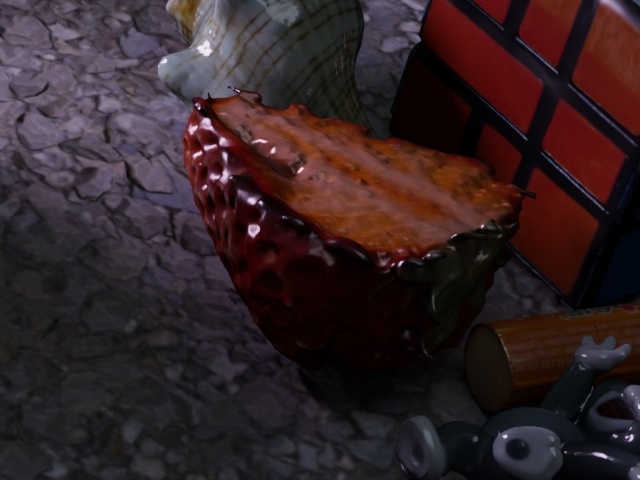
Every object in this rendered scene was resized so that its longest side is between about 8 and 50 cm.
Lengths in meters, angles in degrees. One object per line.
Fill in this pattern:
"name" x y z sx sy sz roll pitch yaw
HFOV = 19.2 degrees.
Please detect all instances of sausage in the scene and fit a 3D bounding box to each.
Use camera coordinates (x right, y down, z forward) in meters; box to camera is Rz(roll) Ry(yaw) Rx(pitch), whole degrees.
"sausage" 0.229 0.087 1.507 0.234 0.071 0.071 -6 45 -27

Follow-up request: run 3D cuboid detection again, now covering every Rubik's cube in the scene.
"Rubik's cube" 0.269 -0.153 1.637 0.288 0.283 0.293 -21 54 -36

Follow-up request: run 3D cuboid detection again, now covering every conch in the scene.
"conch" -0.042 -0.168 1.629 0.203 0.170 0.386 -27 51 -10

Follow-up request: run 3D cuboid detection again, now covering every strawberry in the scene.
"strawberry" 0.001 0.008 1.460 0.280 0.150 0.253 18 25 9

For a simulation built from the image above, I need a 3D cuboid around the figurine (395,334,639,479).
"figurine" 0.195 0.170 1.351 0.265 0.140 0.193 -11 23 -14
